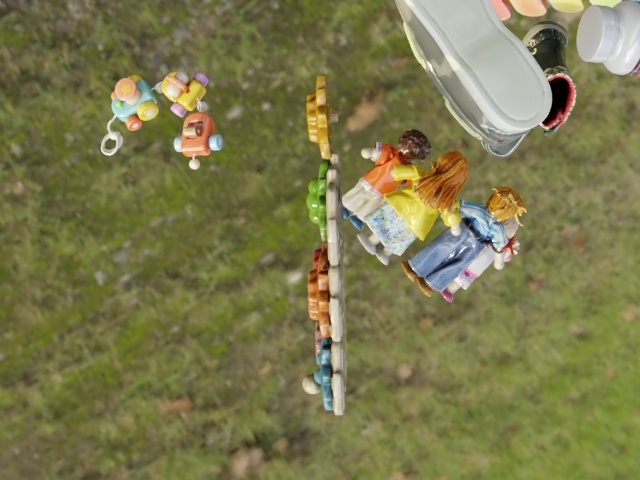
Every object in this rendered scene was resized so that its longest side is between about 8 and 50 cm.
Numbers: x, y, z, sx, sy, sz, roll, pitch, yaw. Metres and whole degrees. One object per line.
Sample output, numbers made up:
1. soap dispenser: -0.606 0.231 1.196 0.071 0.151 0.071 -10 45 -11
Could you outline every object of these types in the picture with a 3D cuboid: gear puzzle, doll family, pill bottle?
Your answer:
1. gear puzzle: 0.000 0.000 1.350 0.044 0.175 0.339 -1 105 3
2. doll family: 0.153 -0.020 1.565 0.263 0.118 0.163 37 107 -28
3. pill bottle: 0.377 -0.229 1.509 0.152 0.086 0.086 4 137 -16

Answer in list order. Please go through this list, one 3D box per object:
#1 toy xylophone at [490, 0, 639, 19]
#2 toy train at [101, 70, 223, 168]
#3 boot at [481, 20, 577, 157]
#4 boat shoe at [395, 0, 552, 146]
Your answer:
1. toy xylophone: 0.268 -0.339 1.562 0.236 0.322 0.081 28 69 -55
2. toy train: -0.194 -0.151 1.578 0.166 0.125 0.046 3 159 22
3. boot: 0.312 -0.198 1.994 0.085 0.179 0.236 19 121 -10
4. boat shoe: 0.138 -0.240 1.425 0.109 0.305 0.091 -27 174 -21
